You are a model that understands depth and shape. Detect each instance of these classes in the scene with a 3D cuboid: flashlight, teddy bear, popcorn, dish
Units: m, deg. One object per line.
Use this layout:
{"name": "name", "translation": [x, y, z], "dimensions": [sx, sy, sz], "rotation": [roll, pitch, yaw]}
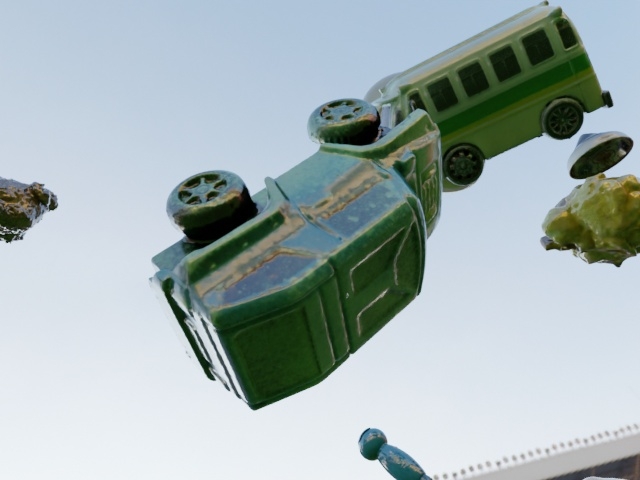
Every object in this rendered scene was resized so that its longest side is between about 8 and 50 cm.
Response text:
{"name": "flashlight", "translation": [0.111, 0.335, 0.768], "dimensions": [0.051, 0.129, 0.051], "rotation": [-23, -54, -37]}
{"name": "teddy bear", "translation": [-0.500, -0.047, 0.741], "dimensions": [0.251, 0.182, 0.129], "rotation": [-9, -59, 38]}
{"name": "popcorn", "translation": [0.594, -0.036, 1.051], "dimensions": [0.265, 0.192, 0.233], "rotation": [-17, -10, 5]}
{"name": "dish", "translation": [0.604, -0.209, 1.121], "dimensions": [0.141, 0.078, 0.141], "rotation": [-13, -29, -7]}

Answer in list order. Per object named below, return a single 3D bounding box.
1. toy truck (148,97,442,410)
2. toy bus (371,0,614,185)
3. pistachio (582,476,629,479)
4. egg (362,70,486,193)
{"name": "toy truck", "translation": [0.000, 0.000, 0.434], "dimensions": [0.278, 0.156, 0.155], "rotation": [-35, -44, -26]}
{"name": "toy bus", "translation": [0.204, -0.179, 0.669], "dimensions": [0.276, 0.134, 0.165], "rotation": [-24, -77, 11]}
{"name": "pistachio", "translation": [0.339, 0.416, 0.535], "dimensions": [0.193, 0.318, 0.214], "rotation": [27, -53, -5]}
{"name": "egg", "translation": [0.182, -0.188, 0.904], "dimensions": [0.253, 0.188, 0.188], "rotation": [45, -77, 7]}
